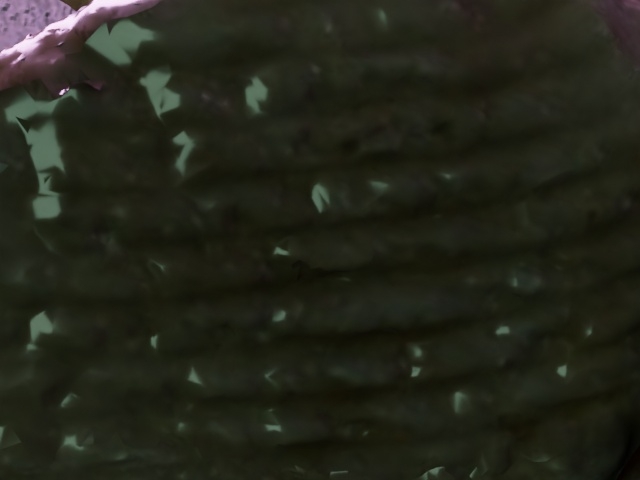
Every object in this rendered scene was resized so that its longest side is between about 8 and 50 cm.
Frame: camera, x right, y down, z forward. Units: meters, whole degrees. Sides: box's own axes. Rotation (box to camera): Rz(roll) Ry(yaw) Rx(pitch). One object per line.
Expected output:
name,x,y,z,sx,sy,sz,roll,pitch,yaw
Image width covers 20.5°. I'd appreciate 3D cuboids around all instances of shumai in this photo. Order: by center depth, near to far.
shumai,0.000,0.000,0.697,0.314,0.262,0.267,-21,103,1

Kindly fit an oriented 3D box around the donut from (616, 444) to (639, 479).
donut,0.194,0.157,0.547,0.269,0.103,0.270,4,96,42
